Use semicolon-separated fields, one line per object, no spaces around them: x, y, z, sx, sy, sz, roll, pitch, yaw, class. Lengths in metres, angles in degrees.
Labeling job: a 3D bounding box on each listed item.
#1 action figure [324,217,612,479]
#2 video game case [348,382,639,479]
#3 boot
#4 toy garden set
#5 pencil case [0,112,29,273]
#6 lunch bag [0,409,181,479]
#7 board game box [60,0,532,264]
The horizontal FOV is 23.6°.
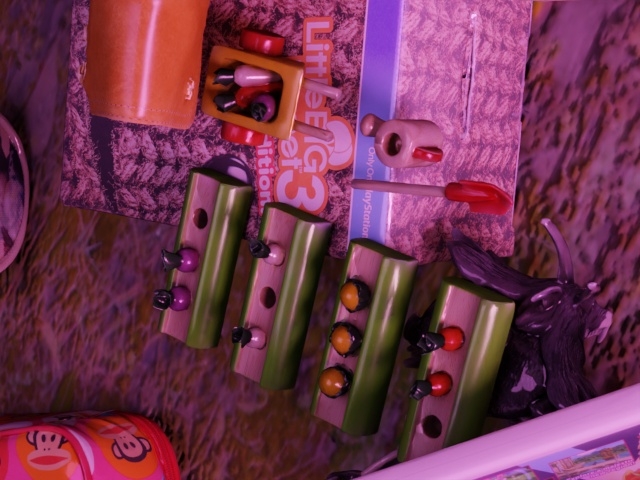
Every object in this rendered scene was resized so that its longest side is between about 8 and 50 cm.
0.109;0.099;0.925;0.164;0.141;0.276;53;130;28;action figure
0.127;0.151;0.848;0.201;0.183;0.023;-20;51;13;video game case
-0.084;-0.168;0.821;0.104;0.295;0.211;8;88;-2;boot
0.000;0.000;0.879;0.244;0.049;0.204;24;107;37;toy garden set
-0.442;-0.018;1.358;0.410;0.160;0.183;-5;74;39;pencil case
-0.237;0.270;1.229;0.293;0.120;0.258;-7;89;39;lunch bag
-0.020;-0.119;1.015;0.291;0.141;0.232;9;99;39;board game box
